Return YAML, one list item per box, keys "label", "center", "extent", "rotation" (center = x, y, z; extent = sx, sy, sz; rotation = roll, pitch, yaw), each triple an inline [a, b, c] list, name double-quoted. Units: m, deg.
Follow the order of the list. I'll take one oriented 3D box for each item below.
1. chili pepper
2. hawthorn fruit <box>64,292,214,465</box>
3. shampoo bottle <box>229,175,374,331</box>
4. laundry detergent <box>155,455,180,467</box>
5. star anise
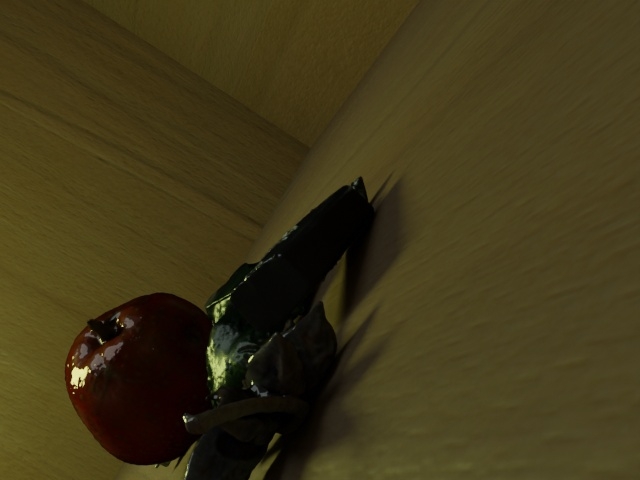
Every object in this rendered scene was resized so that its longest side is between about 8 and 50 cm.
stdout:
- label: "chili pepper"
  center: [-0.093, 0.105, 0.977]
  extent: [0.148, 0.116, 0.265]
  rotation: [-48, 12, 38]
- label: "hawthorn fruit"
  center: [-0.279, 0.215, 1.155]
  extent: [0.275, 0.300, 0.275]
  rotation: [-22, 38, 19]
- label: "shampoo bottle"
  center: [0.000, 0.000, 0.881]
  extent: [0.098, 0.071, 0.309]
  rotation: [-46, 0, 30]
- label: "laundry detergent"
  center: [-0.253, 0.329, 1.329]
  extent: [0.206, 0.061, 0.096]
  rotation: [-62, 11, -25]
- label: "star anise"
  center: [-0.059, 0.156, 0.656]
  extent: [0.230, 0.081, 0.262]
  rotation: [-51, -5, -3]
